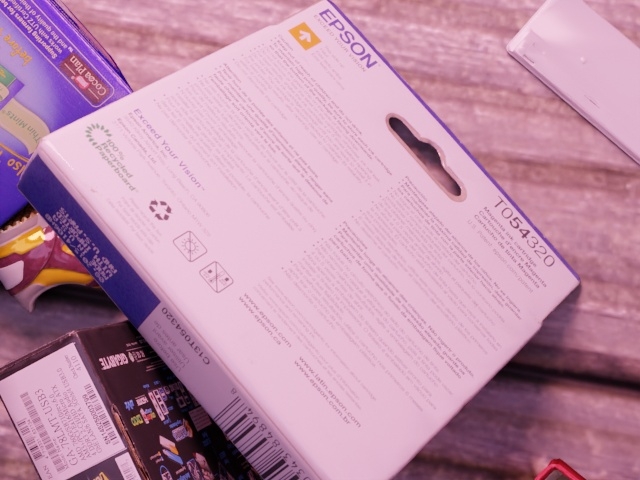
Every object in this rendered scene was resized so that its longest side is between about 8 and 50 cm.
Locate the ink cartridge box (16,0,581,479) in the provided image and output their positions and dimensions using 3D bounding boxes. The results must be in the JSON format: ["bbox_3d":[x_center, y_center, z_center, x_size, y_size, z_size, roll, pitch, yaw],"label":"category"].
[{"bbox_3d":[0.000,0.000,0.945,0.324,0.330,0.071,49,135,6],"label":"ink cartridge box"}]

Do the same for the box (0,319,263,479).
[{"bbox_3d":[-0.092,0.198,0.892,0.073,0.295,0.293,-25,86,6],"label":"box"}]

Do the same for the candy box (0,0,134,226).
[{"bbox_3d":[-0.346,-0.110,0.951,0.317,0.122,0.268,-40,125,1],"label":"candy box"}]

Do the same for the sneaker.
[{"bbox_3d":[-0.177,-0.010,1.031,0.185,0.069,0.084,-24,107,0],"label":"sneaker"}]

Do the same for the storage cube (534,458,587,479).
[{"bbox_3d":[0.187,0.287,0.906,0.215,0.193,0.184,39,90,13],"label":"storage cube"}]

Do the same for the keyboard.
[{"bbox_3d":[0.270,-0.100,1.024,0.256,0.014,0.072,42,86,5],"label":"keyboard"}]
